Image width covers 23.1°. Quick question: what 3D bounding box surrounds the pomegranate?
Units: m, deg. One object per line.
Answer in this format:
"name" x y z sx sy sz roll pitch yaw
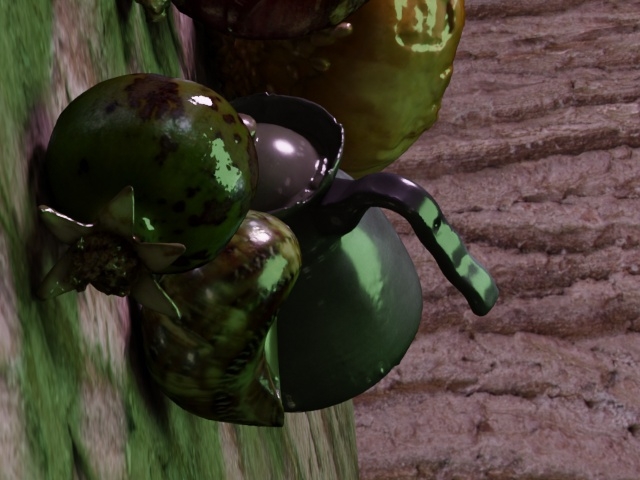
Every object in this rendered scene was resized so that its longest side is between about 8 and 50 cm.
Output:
"pomegranate" -0.113 -0.036 1.018 0.169 0.148 0.148 -90 172 -66

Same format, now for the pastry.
"pastry" 0.000 -0.265 1.817 0.409 0.245 0.409 -178 -90 -67

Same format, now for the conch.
"conch" -0.080 0.056 1.280 0.187 0.124 0.181 66 32 -80

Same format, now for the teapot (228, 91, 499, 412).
"teapot" -0.021 0.011 1.409 0.305 0.223 0.285 40 -21 46

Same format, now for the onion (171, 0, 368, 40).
"onion" -0.047 -0.306 1.534 0.190 0.246 0.246 104 -15 -55

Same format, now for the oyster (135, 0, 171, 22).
"oyster" -0.155 -0.262 1.393 0.177 0.056 0.105 -99 -174 -48
